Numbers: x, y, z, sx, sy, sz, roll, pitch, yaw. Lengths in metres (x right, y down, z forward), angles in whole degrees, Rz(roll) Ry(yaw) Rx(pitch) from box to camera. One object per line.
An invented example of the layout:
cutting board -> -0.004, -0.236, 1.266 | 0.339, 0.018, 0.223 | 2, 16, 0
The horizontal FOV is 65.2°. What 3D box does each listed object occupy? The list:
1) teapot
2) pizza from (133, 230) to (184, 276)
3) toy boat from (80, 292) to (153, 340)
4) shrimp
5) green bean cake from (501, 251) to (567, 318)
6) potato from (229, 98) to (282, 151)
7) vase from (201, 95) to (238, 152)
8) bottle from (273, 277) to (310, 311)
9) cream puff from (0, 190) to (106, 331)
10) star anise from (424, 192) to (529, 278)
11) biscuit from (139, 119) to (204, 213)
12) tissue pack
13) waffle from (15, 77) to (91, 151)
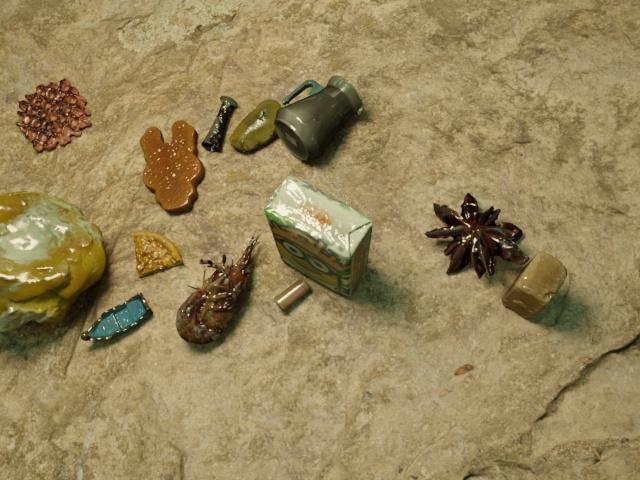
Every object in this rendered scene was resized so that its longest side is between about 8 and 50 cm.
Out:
teapot -> -0.014, -0.357, 1.412 | 0.225, 0.171, 0.203 | -43, 70, -15
pizza -> -0.470, 0.040, 1.389 | 0.178, 0.041, 0.131 | 42, 82, 17
toy boat -> -0.538, 0.209, 1.320 | 0.186, 0.077, 0.075 | -31, 72, -5
shrimp -> -0.256, 0.111, 1.303 | 0.145, 0.116, 0.342 | 31, 77, 0
green bean cake -> 0.504, 0.109, 1.184 | 0.085, 0.179, 0.109 | 35, 76, 17
potato -> -0.184, -0.332, 1.460 | 0.188, 0.085, 0.105 | -39, 70, -2
vase -> -0.299, -0.348, 1.491 | 0.059, 0.059, 0.166 | 14, 74, 11
bottle -> -0.073, 0.141, 1.308 | 0.096, 0.045, 0.045 | -37, 72, -8
cream puff -> -0.770, 0.064, 1.317 | 0.379, 0.275, 0.377 | 11, 55, -16
star anise -> 0.393, -0.010, 1.271 | 0.283, 0.129, 0.212 | 35, 72, 25
biscuit -> -0.436, -0.215, 1.471 | 0.186, 0.044, 0.294 | -12, 69, 6
tissue pack -> 0.000, 0.000, 1.207 | 0.228, 0.310, 0.127 | 29, 73, 14
waffle -> -0.841, -0.398, 1.573 | 0.221, 0.055, 0.234 | -31, 76, -6
